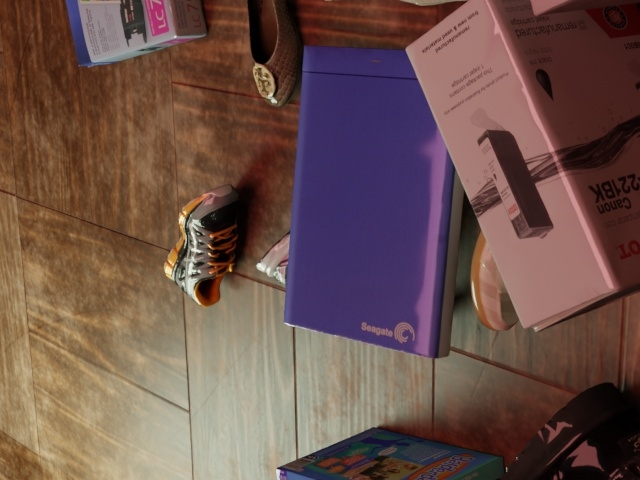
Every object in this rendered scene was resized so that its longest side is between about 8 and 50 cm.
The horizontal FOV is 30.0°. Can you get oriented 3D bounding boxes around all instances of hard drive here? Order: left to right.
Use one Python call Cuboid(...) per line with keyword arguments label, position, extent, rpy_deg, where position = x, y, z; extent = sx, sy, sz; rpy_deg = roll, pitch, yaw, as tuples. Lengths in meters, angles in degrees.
Cuboid(label="hard drive", position=(0.059, -0.048, 1.303), extent=(0.210, 0.040, 0.318), rpy_deg=(10, 99, 38))

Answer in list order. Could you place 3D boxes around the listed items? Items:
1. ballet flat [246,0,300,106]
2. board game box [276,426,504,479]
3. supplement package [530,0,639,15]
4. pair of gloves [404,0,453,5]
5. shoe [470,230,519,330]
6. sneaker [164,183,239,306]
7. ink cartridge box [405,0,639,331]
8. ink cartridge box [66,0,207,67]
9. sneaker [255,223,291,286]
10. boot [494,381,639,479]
Cuboid(label="ballet flat", position=(-0.068, -0.283, 1.430), extent=(0.084, 0.058, 0.249), rpy_deg=(18, 114, 47))
Cuboid(label="board game box", position=(0.078, 0.271, 1.350), extent=(0.210, 0.160, 0.047), rpy_deg=(3, 104, 50))
Cuboid(label="supplement package", position=(0.251, -0.253, 0.967), extent=(0.105, 0.179, 0.105), rpy_deg=(-19, 87, 50))
Cuboid(label="pair of gloves", position=(0.093, -0.344, 1.152), extent=(0.204, 0.042, 0.240), rpy_deg=(5, 113, 10))
Cuboid(label="shoe", position=(0.201, -0.004, 1.185), extent=(0.058, 0.077, 0.219), rpy_deg=(31, 122, 46))
Cuboid(label="sneaker", position=(-0.144, 0.006, 1.599), extent=(0.083, 0.084, 0.215), rpy_deg=(52, 145, 23))
Cuboid(label="ink cartridge box", position=(0.223, -0.081, 1.040), extent=(0.114, 0.197, 0.272), rpy_deg=(-31, 78, 50))
Cuboid(label="ink cartridge box", position=(-0.281, -0.349, 1.663), extent=(0.311, 0.065, 0.185), rpy_deg=(-3, 99, 52))
Cuboid(label="sneaker", position=(0.000, 0.000, 1.447), extent=(0.077, 0.072, 0.178), rpy_deg=(43, 134, 2))
Cuboid(label="boot", position=(0.267, 0.337, 1.169), extent=(0.260, 0.131, 0.348), rpy_deg=(51, 135, 26))
